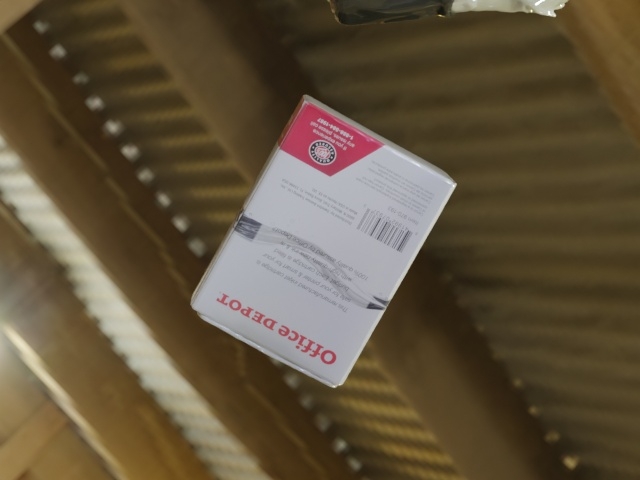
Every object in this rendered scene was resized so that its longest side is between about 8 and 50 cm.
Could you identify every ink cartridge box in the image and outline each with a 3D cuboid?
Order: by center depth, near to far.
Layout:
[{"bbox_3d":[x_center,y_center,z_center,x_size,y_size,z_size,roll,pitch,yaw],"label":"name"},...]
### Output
[{"bbox_3d":[0.000,0.000,1.114,0.109,0.150,0.063,29,7,-7],"label":"ink cartridge box"}]

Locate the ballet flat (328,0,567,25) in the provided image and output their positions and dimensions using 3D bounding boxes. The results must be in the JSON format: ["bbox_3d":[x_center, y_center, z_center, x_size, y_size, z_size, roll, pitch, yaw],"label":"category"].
[{"bbox_3d":[0.129,-0.192,0.993,0.096,0.280,0.095,44,-21,13],"label":"ballet flat"}]
